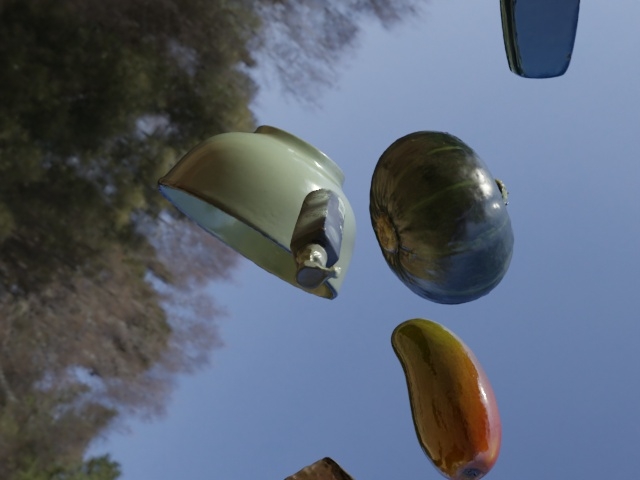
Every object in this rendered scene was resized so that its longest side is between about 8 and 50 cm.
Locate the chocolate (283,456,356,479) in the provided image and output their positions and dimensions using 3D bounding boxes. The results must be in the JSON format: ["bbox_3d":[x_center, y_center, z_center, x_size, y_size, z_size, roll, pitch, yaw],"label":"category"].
[{"bbox_3d":[0.003,0.429,1.405,0.112,0.321,0.112,-21,-134,-25],"label":"chocolate"}]

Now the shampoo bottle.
[{"bbox_3d":[-0.001,-0.001,1.254,0.063,0.057,0.208,-26,-159,16],"label":"shampoo bottle"}]

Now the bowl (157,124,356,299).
[{"bbox_3d":[-0.078,-0.070,1.736,0.185,0.354,0.354,-59,-153,-10],"label":"bowl"}]

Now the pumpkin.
[{"bbox_3d":[0.113,-0.020,0.970,0.167,0.125,0.167,35,-50,56],"label":"pumpkin"}]

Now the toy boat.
[{"bbox_3d":[0.254,-0.330,1.182,0.096,0.299,0.062,-3,-153,4],"label":"toy boat"}]

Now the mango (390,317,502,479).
[{"bbox_3d":[0.202,0.244,1.642,0.146,0.129,0.289,-53,-133,52],"label":"mango"}]
